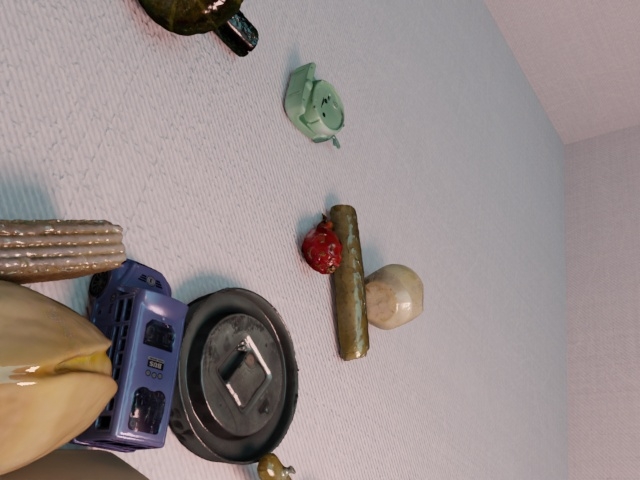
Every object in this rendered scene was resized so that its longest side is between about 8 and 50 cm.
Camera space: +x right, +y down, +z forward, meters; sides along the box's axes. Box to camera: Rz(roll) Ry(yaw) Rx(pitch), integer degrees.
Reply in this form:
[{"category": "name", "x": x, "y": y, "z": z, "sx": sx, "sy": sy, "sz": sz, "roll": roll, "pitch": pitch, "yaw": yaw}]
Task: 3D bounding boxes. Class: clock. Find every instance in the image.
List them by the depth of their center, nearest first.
[{"category": "clock", "x": -0.160, "y": 0.248, "z": 1.245, "sx": 0.319, "sy": 0.066, "sz": 0.319, "roll": 24, "pitch": 59, "yaw": -48}, {"category": "clock", "x": 0.001, "y": -0.321, "z": 1.669, "sx": 0.211, "sy": 0.066, "sz": 0.159, "roll": 40, "pitch": 49, "yaw": -42}]

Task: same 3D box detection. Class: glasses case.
[{"category": "glasses case", "x": -0.375, "y": 0.321, "z": 0.839, "sx": 0.336, "sy": 0.144, "sz": 0.076, "roll": 21, "pitch": 86, "yaw": -49}]

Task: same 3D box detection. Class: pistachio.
[{"category": "pistachio", "x": -0.378, "y": 0.162, "z": 0.808, "sx": 0.321, "sy": 0.238, "sz": 0.229, "roll": 47, "pitch": 38, "yaw": -76}]

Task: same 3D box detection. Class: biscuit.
[{"category": "biscuit", "x": -0.452, "y": 0.019, "z": 0.846, "sx": 0.426, "sy": 0.144, "sz": 0.079, "roll": -4, "pitch": 83, "yaw": -54}]

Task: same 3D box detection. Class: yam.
[{"category": "yam", "x": 0.068, "y": 0.097, "z": 1.608, "sx": 0.083, "sy": 0.083, "sz": 0.372, "roll": 11, "pitch": 70, "yaw": -53}]

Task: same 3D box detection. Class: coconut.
[{"category": "coconut", "x": 0.177, "y": 0.139, "z": 1.676, "sx": 0.162, "sy": 0.161, "sz": 0.161, "roll": -7, "pitch": 84, "yaw": -56}]

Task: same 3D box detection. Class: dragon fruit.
[{"category": "dragon fruit", "x": 0.000, "y": 0.000, "z": 1.556, "sx": 0.094, "sy": 0.094, "sz": 0.190, "roll": 48, "pitch": 22, "yaw": -34}]

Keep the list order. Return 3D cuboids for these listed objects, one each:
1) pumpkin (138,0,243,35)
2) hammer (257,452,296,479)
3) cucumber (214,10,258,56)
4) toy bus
[{"category": "pumpkin", "x": -0.242, "y": -0.496, "z": 1.263, "sx": 0.157, "sy": 0.223, "sz": 0.224, "roll": -96, "pitch": 164, "yaw": -79}, {"category": "hammer", "x": -0.040, "y": 0.505, "z": 1.264, "sx": 0.305, "sy": 0.113, "sz": 0.202, "roll": 66, "pitch": 32, "yaw": -25}, {"category": "cucumber", "x": -0.222, "y": -0.489, "z": 1.405, "sx": 0.241, "sy": 0.074, "sz": 0.074, "roll": 43, "pitch": 46, "yaw": -37}, {"category": "toy bus", "x": -0.285, "y": 0.166, "z": 1.035, "sx": 0.125, "sy": 0.133, "sz": 0.292, "roll": 31, "pitch": 55, "yaw": -45}]
